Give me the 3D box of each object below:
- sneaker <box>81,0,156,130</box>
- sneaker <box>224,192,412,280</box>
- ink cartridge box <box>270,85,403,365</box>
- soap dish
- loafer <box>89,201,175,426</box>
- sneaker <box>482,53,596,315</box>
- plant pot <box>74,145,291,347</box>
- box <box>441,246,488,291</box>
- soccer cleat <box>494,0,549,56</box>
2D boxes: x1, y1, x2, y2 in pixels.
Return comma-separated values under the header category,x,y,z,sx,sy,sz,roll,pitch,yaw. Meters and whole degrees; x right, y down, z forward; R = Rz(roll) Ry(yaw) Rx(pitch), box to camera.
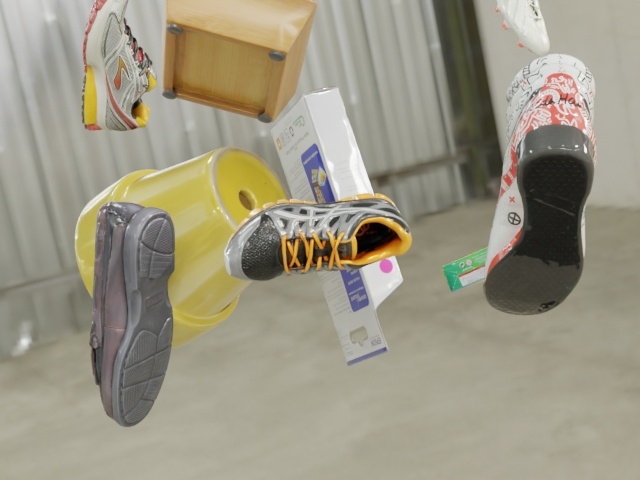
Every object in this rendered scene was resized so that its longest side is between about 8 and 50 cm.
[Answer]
category,x,y,z,sx,sy,sz,roll,pitch,yaw
sneaker,-0.252,-0.236,1.732,0.093,0.225,0.088,7,44,-2
sneaker,0.000,0.000,1.462,0.215,0.084,0.083,-16,27,-19
ink cartridge box,0.030,-0.015,1.913,0.069,0.371,0.176,-14,-7,-20
soap dish,-0.138,-0.299,2.087,0.229,0.118,0.291,15,-22,-2
loafer,-0.255,0.092,1.780,0.095,0.302,0.109,19,20,30
sneaker,0.211,-0.053,1.295,0.090,0.270,0.145,6,53,3
plant pot,-0.174,-0.009,1.901,0.239,0.254,0.254,-32,-1,34
box,0.249,0.027,1.884,0.105,0.043,0.179,-25,-4,27
soccer cleat,0.282,-0.352,1.928,0.076,0.196,0.068,-34,-21,25
